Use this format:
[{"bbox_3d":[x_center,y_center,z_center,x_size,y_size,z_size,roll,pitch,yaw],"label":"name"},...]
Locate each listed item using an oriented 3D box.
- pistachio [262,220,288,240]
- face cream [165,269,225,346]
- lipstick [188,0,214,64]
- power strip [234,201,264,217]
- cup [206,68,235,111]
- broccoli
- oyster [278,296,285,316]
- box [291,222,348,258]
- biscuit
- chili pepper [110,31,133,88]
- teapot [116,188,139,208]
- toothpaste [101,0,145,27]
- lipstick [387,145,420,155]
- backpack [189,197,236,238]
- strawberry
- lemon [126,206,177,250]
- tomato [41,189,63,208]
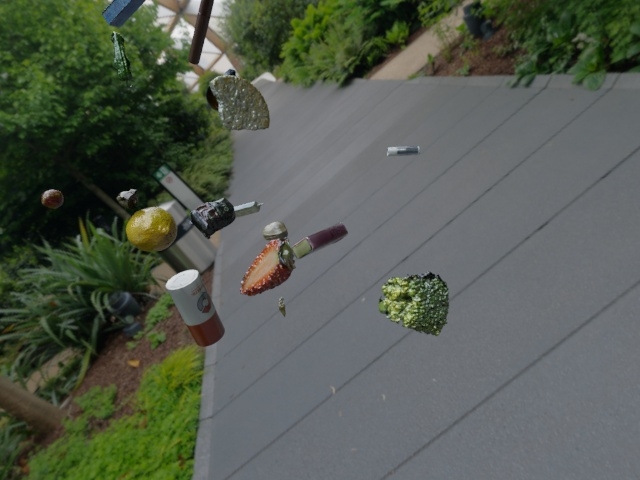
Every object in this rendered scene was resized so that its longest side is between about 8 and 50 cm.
[{"bbox_3d":[-0.247,-0.045,2.238,0.149,0.113,0.113,-19,29,15],"label":"pistachio"},{"bbox_3d":[-0.360,0.199,1.197,0.095,0.214,0.096,-13,27,7],"label":"face cream"},{"bbox_3d":[-0.523,-0.951,1.810,0.357,0.057,0.057,-58,9,40],"label":"lipstick"},{"bbox_3d":[-0.376,-0.136,1.893,0.252,0.060,0.027,-13,61,14],"label":"power strip"},{"bbox_3d":[-0.363,-0.588,1.628,0.150,0.113,0.138,-42,12,21],"label":"cup"},{"bbox_3d":[0.305,0.241,1.367,0.272,0.242,0.181,-35,37,32],"label":"broccoli"},{"bbox_3d":[-0.186,0.323,1.993,0.034,0.051,0.093,-11,68,-3],"label":"oyster"},{"bbox_3d":[0.000,0.000,1.652,0.224,0.069,0.120,-25,-4,-44],"label":"box"},{"bbox_3d":[-0.296,-0.489,1.505,0.188,0.265,0.040,-54,34,-4],"label":"biscuit"},{"bbox_3d":[-0.935,-0.854,1.931,0.074,0.257,0.100,-8,-3,-28],"label":"chili pepper"},{"bbox_3d":[-0.776,-0.173,1.634,0.110,0.080,0.085,10,-83,-77],"label":"teapot"},{"bbox_3d":[-0.704,-0.907,1.532,0.272,0.053,0.066,-28,9,24],"label":"toothpaste"},{"bbox_3d":[0.365,-0.392,1.802,0.141,0.040,0.040,-1,32,4],"label":"lipstick"},{"bbox_3d":[-0.409,-0.097,1.581,0.165,0.120,0.106,-41,-19,-32],"label":"backpack"},{"bbox_3d":[-0.225,0.137,1.842,0.306,0.137,0.234,-41,35,26],"label":"strawberry"},{"bbox_3d":[-0.701,-0.044,1.703,0.256,0.188,0.188,0,45,36],"label":"lemon"},{"bbox_3d":[-1.187,-0.180,1.819,0.087,0.087,0.075,-31,67,25],"label":"tomato"}]
